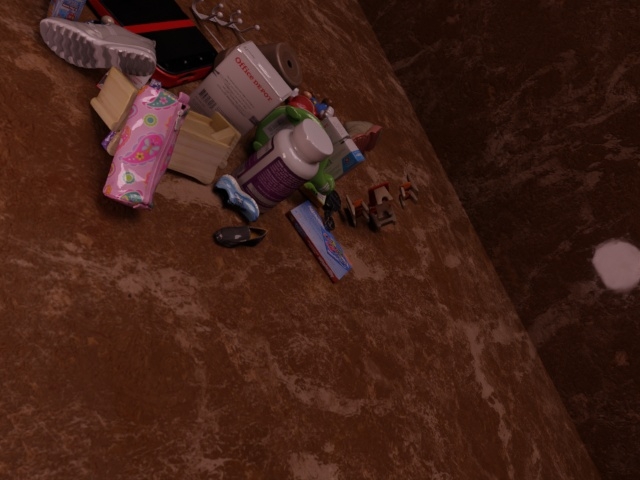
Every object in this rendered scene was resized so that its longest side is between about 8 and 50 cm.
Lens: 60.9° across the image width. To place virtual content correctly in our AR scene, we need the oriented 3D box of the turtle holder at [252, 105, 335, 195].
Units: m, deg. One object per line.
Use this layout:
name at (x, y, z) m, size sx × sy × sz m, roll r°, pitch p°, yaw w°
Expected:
turtle holder at (-0.064, -0.311, 1.832) m, size 0.320 × 0.243 × 0.227 m, roll 23°, pitch 13°, yaw -7°

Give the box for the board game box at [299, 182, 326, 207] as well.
board game box at (-0.019, -0.238, 2.039) m, size 0.124 × 0.039 × 0.259 m, roll 43°, pitch 34°, yaw -21°

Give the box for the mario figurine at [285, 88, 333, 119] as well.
mario figurine at (-0.042, -0.546, 2.154) m, size 0.320 × 0.198 × 0.170 m, roll -55°, pitch 130°, yaw -63°

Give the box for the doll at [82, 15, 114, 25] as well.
doll at (-0.597, -0.552, 1.488) m, size 0.129 × 0.046 × 0.189 m, roll 20°, pitch 45°, yaw -27°

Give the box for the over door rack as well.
over door rack at (-0.312, -0.757, 2.045) m, size 0.239 × 0.108 × 0.324 m, roll -14°, pitch 73°, yaw -58°

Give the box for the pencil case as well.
pencil case at (-0.395, -0.213, 1.246) m, size 0.124 × 0.124 × 0.284 m, roll 23°, pitch 87°, yaw -44°

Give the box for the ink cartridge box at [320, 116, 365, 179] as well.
ink cartridge box at (0.048, -0.345, 2.062) m, size 0.203 × 0.148 × 0.086 m, roll 57°, pitch 30°, yaw 3°

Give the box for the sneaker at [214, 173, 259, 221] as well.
sneaker at (-0.248, -0.111, 1.580) m, size 0.162 × 0.063 × 0.073 m, roll 47°, pitch 49°, yaw -8°

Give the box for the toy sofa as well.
toy sofa at (-0.410, -0.294, 1.447) m, size 0.363 × 0.177 × 0.150 m, roll 14°, pitch 26°, yaw -50°

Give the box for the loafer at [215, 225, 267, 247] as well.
loafer at (-0.219, -0.020, 1.512) m, size 0.170 × 0.061 × 0.062 m, roll -5°, pitch 66°, yaw -56°

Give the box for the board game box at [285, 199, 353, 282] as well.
board game box at (0.000, 0.000, 1.845) m, size 0.281 × 0.027 × 0.145 m, roll 55°, pitch 31°, yaw -2°

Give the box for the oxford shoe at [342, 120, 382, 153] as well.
oxford shoe at (0.134, -0.442, 2.407) m, size 0.147 × 0.140 × 0.397 m, roll 30°, pitch 31°, yaw 16°

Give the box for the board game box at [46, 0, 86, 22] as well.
board game box at (-0.647, -0.621, 1.381) m, size 0.060 × 0.194 × 0.194 m, roll 10°, pitch 32°, yaw -42°

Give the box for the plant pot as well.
plant pot at (-0.192, -0.558, 1.843) m, size 0.263 × 0.229 × 0.263 m, roll 34°, pitch 49°, yaw -49°

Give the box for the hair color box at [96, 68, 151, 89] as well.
hair color box at (-0.528, -0.441, 1.481) m, size 0.093 × 0.053 × 0.167 m, roll 40°, pitch 32°, yaw -26°

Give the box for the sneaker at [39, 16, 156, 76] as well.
sneaker at (-0.558, -0.502, 1.388) m, size 0.281 × 0.105 × 0.115 m, roll 14°, pitch 50°, yaw -19°

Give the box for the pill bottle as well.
pill bottle at (-0.112, -0.224, 1.623) m, size 0.169 × 0.301 × 0.169 m, roll 36°, pitch 36°, yaw -32°

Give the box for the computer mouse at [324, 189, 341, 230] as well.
computer mouse at (0.034, -0.109, 1.979) m, size 0.071 × 0.041 × 0.242 m, roll 50°, pitch 27°, yaw -23°

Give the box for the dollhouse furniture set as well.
dollhouse furniture set at (0.232, -0.154, 2.138) m, size 0.259 × 0.262 × 0.135 m, roll 73°, pitch -4°, yaw -66°

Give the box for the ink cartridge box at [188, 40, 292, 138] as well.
ink cartridge box at (-0.252, -0.433, 1.651) m, size 0.198 × 0.273 × 0.114 m, roll 49°, pitch 31°, yaw -13°

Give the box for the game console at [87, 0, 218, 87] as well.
game console at (-0.507, -0.653, 1.726) m, size 0.342 × 0.060 × 0.386 m, roll 49°, pitch 30°, yaw -6°
